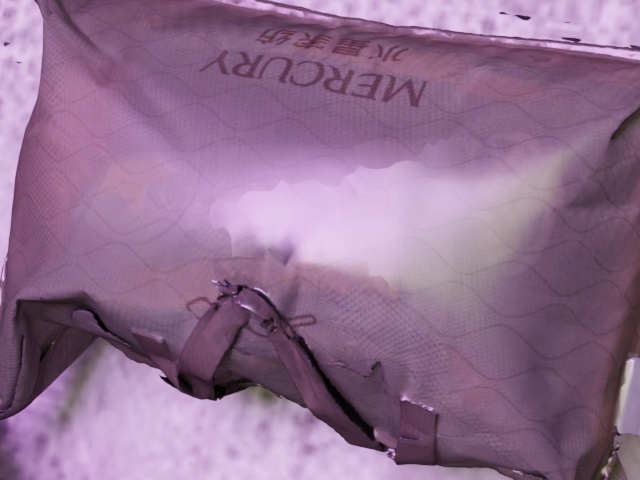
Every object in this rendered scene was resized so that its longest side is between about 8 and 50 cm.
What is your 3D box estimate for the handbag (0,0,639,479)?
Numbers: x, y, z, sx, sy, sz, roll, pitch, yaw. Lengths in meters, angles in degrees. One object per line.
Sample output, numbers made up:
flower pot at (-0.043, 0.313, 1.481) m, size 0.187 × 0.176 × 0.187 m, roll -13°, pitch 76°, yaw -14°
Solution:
handbag at (0.000, 0.000, 0.518) m, size 0.271 × 0.117 × 0.182 m, roll 12°, pitch 92°, yaw 17°
